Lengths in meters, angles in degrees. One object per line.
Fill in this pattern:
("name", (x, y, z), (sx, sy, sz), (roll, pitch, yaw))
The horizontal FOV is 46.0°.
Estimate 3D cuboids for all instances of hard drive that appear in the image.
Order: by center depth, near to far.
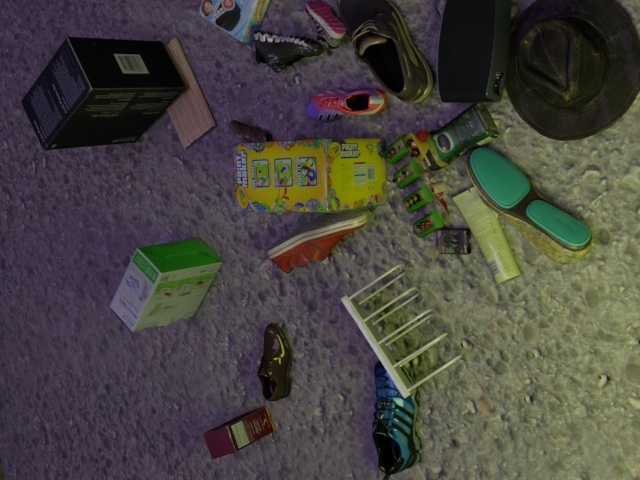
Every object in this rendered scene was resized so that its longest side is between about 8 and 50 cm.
("hard drive", (0.342, -0.443, 1.712), (0.172, 0.054, 0.254), (9, 98, 40))

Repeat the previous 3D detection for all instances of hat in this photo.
("hat", (0.518, -0.380, 1.612), (0.331, 0.134, 0.331), (4, 98, 32))

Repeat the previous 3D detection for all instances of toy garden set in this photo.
("toy garden set", (0.229, -0.139, 1.821), (0.244, 0.049, 0.204), (69, 159, 7))

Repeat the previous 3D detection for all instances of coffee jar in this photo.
("coffee jar", (0.322, -0.242, 1.792), (0.184, 0.079, 0.096), (-29, 82, 32))

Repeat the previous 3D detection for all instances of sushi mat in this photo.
("sushi mat", (-0.429, -0.450, 2.301), (0.151, 0.019, 0.316), (-32, 79, 34))

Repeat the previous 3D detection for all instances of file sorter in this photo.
("file sorter", (0.206, 0.220, 1.849), (0.173, 0.193, 0.277), (-33, 77, 5))

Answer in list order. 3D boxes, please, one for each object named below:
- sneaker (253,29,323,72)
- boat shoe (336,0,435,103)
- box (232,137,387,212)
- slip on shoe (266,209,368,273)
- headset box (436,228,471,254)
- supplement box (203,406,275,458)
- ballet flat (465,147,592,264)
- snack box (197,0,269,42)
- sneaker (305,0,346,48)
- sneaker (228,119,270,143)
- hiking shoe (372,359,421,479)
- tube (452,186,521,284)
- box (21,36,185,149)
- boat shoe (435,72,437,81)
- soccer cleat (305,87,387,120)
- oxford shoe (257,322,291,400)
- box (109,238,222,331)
("sneaker", (-0.090, -0.503, 2.036), (0.234, 0.078, 0.106), (19, 109, 34))
("boat shoe", (0.147, -0.491, 1.843), (0.132, 0.130, 0.355), (-44, 72, 30))
("box", (-0.022, -0.164, 1.905), (0.279, 0.290, 0.176), (1, 97, 33))
("slip on shoe", (0.000, 0.000, 2.030), (0.331, 0.123, 0.101), (-26, 105, 33))
("headset box", (0.325, 0.002, 1.851), (0.083, 0.032, 0.062), (1, 97, 32))
("supplement box", (-0.235, 0.561, 2.206), (0.104, 0.188, 0.080), (-26, 83, 33))
("ballet flat", (0.457, -0.069, 1.715), (0.348, 0.123, 0.123), (43, 117, 22))
("snack box", (-0.209, -0.737, 2.090), (0.187, 0.060, 0.321), (36, 115, 25))
("sneaker", (0.007, -0.560, 1.966), (0.170, 0.063, 0.074), (54, 147, 31))
("sneaker", (-0.179, -0.289, 2.140), (0.188, 0.066, 0.071), (46, 102, 14))
("hiking shoe", (0.188, 0.454, 1.943), (0.113, 0.132, 0.303), (-11, 90, 34))
("tube", (0.401, -0.016, 1.789), (0.070, 0.062, 0.240), (-20, 77, -10))
("box", (-0.642, -0.433, 2.233), (0.312, 0.343, 0.178), (-36, 77, 37))
("boat shoe", (0.304, -0.433, 1.802), (0.046, 0.038, 0.125), (36, 114, 27))
("soccer cleat", (0.055, -0.353, 1.945), (0.248, 0.095, 0.083), (2, 98, 33))
("oxford shoe", (-0.137, 0.353, 2.170), (0.083, 0.096, 0.227), (-4, 93, 36))
("box", (-0.456, 0.132, 2.252), (0.127, 0.262, 0.231), (43, 118, 23))
